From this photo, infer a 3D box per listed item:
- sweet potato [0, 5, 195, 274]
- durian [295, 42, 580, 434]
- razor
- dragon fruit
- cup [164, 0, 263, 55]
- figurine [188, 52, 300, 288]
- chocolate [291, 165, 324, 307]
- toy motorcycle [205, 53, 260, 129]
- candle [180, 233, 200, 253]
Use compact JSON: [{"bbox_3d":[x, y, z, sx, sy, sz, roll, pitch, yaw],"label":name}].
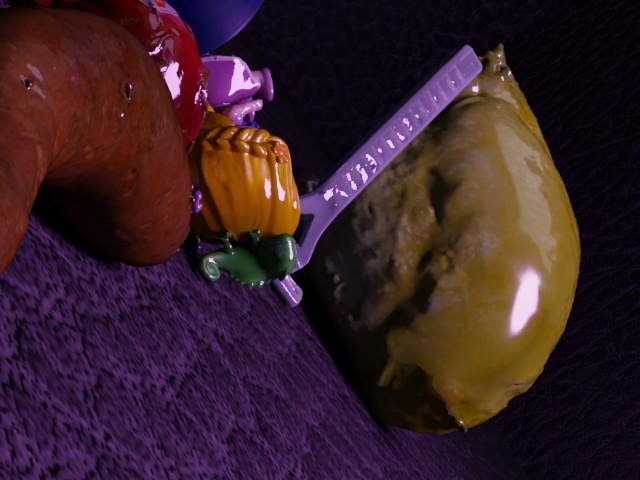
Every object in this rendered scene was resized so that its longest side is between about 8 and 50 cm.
[{"bbox_3d":[-0.102,-0.038,0.573,0.346,0.079,0.108,-18,87,-82],"label":"sweet potato"},{"bbox_3d":[0.117,0.013,1.337,0.204,0.256,0.339,80,-10,-66],"label":"durian"},{"bbox_3d":[0.041,-0.074,1.232,0.111,0.278,0.056,55,-23,-18],"label":"razor"},{"bbox_3d":[-0.128,-0.112,0.782,0.190,0.094,0.094,49,7,-21],"label":"dragon fruit"},{"bbox_3d":[-0.145,-0.283,1.013,0.256,0.178,0.255,53,32,-58],"label":"cup"},{"bbox_3d":[-0.076,-0.040,0.943,0.095,0.115,0.156,129,-47,-60],"label":"figurine"},{"bbox_3d":[0.000,0.000,1.444,0.167,0.072,0.072,59,5,10],"label":"chocolate"},{"bbox_3d":[-0.109,-0.136,1.268,0.114,0.076,0.205,49,2,28],"label":"toy motorcycle"},{"bbox_3d":[-0.124,-0.059,0.853,0.167,0.021,0.026,57,30,-13],"label":"candle"}]
